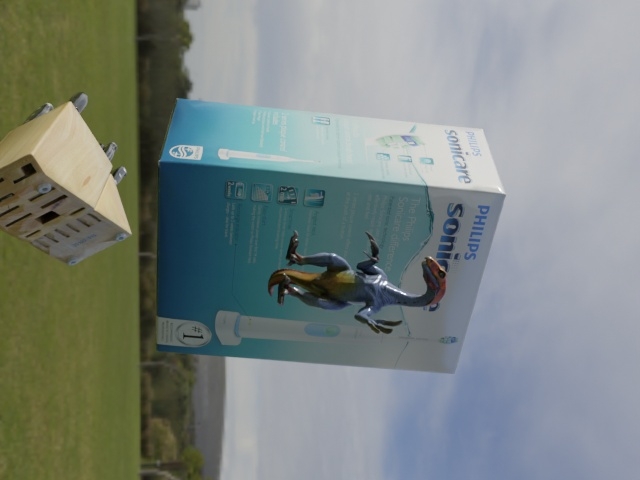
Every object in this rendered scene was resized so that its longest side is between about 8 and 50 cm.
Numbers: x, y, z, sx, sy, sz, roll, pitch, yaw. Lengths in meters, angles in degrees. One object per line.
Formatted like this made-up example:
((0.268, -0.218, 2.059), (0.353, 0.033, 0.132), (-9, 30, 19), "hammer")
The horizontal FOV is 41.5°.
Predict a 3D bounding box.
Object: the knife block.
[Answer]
((-0.314, -0.106, 0.968), (0.242, 0.088, 0.276), (65, 6, 22), "knife block")

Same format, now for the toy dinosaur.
((0.021, 0.019, 0.445), (0.090, 0.082, 0.047), (-165, -93, -77), "toy dinosaur")

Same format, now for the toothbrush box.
((0.000, 0.000, 0.799), (0.126, 0.295, 0.216), (-90, -175, -55), "toothbrush box")
